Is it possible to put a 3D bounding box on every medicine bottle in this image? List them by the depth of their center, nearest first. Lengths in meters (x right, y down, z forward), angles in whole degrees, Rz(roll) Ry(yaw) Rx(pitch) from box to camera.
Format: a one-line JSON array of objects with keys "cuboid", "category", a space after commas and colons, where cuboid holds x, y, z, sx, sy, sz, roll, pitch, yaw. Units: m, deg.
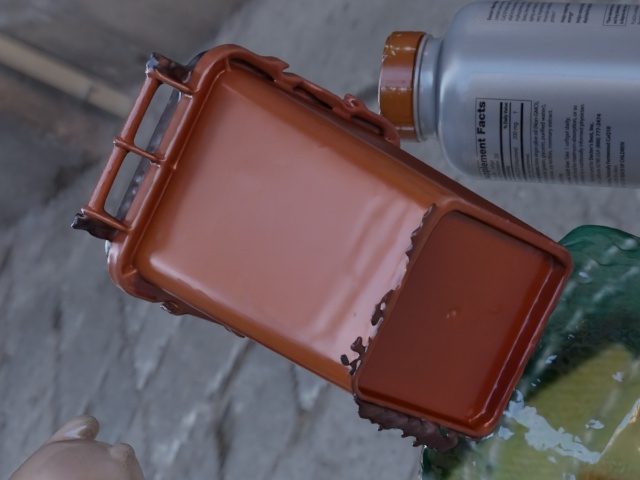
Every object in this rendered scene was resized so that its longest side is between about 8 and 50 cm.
[{"cuboid": [0.199, -0.127, 1.390, 0.157, 0.288, 0.157, 4, -90, -75], "category": "medicine bottle"}]

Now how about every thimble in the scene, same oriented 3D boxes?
[{"cuboid": [0.198, 0.140, 1.123, 0.254, 0.167, 0.288, -41, -34, -28], "category": "thimble"}]

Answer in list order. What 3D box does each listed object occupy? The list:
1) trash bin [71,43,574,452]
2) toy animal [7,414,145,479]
[{"cuboid": [0.000, 0.000, 0.882, 0.238, 0.184, 0.161, 31, 96, 51], "category": "trash bin"}, {"cuboid": [-0.292, 0.285, 1.277, 0.345, 0.246, 0.277, -60, 14, -5], "category": "toy animal"}]
